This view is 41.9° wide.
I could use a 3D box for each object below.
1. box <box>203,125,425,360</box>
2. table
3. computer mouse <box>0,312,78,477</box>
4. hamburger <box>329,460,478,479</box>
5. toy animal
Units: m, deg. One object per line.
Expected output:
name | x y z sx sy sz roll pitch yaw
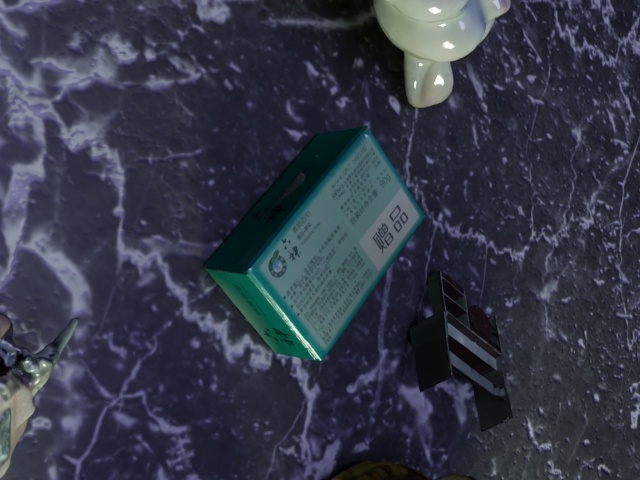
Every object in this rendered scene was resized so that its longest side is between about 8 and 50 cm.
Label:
box | 0.000 0.000 0.983 0.245 0.092 0.153 -50 121 -28
table | 0.193 0.152 1.160 0.146 0.062 0.175 37 35 -34
computer mouse | -0.359 0.165 0.662 0.389 0.114 0.200 -45 134 -38
hamburger | 0.112 0.412 1.012 0.317 0.195 0.277 4 89 -43
toy animal | 0.109 -0.320 1.020 0.367 0.241 0.196 36 74 -50
